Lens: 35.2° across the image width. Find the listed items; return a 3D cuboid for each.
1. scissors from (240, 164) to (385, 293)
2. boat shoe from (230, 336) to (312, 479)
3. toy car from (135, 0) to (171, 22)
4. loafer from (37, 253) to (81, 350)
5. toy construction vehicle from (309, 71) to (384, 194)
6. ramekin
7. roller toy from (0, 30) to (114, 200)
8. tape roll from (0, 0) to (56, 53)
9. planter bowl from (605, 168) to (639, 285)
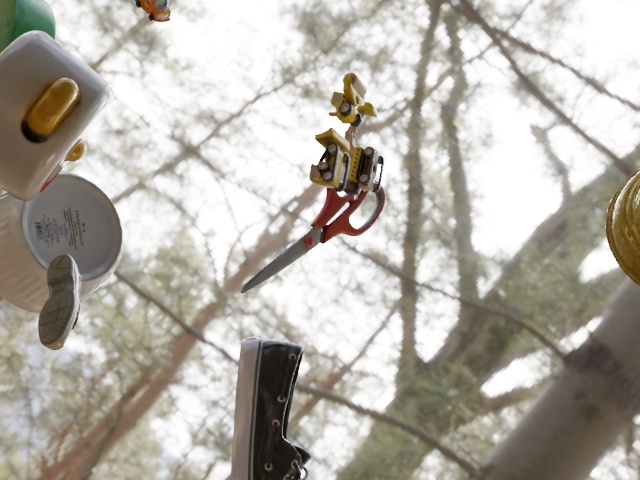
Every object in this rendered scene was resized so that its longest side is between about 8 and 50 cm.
[{"bbox_3d":[0.000,0.000,1.403,0.021,0.297,0.109,-15,-58,48],"label":"scissors"},{"bbox_3d":[-0.046,0.209,1.006,0.076,0.228,0.080,0,-21,5],"label":"boat shoe"},{"bbox_3d":[-0.272,-0.352,1.468,0.040,0.122,0.060,-55,-128,33],"label":"toy car"},{"bbox_3d":[-0.288,0.073,1.140,0.039,0.045,0.125,58,20,-47],"label":"loafer"},{"bbox_3d":[0.019,-0.079,0.818,0.035,0.098,0.086,1,-17,29],"label":"toy construction vehicle"},{"bbox_3d":[-0.387,-0.004,1.477,0.109,0.207,0.207,-21,-65,45],"label":"ramekin"},{"bbox_3d":[-0.358,-0.154,1.274,0.146,0.209,0.191,38,29,-11],"label":"roller toy"},{"bbox_3d":[-0.546,-0.260,1.588,0.077,0.321,0.321,30,-1,-42],"label":"tape roll"},{"bbox_3d":[0.457,-0.038,1.214,0.217,0.217,0.090,37,-16,29],"label":"planter bowl"}]
